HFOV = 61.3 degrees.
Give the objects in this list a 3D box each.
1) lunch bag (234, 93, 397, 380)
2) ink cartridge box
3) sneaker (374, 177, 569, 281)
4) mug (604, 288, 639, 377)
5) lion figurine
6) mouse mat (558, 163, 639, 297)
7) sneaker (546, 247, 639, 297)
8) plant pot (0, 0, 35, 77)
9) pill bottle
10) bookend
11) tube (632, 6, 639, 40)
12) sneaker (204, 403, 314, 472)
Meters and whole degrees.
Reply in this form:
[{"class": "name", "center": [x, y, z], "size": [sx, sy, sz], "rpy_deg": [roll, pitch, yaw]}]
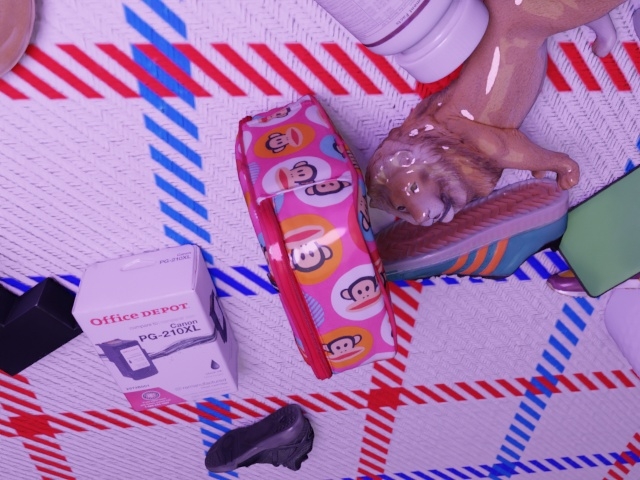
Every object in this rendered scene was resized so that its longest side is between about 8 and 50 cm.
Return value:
[{"class": "lunch bag", "center": [0.000, 0.000, 0.618], "size": [0.120, 0.293, 0.258], "rpy_deg": [-19, 128, 1]}, {"class": "ink cartridge box", "center": [-0.235, 0.137, 0.814], "size": [0.171, 0.100, 0.237], "rpy_deg": [-11, 129, 0]}, {"class": "sneaker", "center": [0.212, 0.016, 0.778], "size": [0.302, 0.108, 0.121], "rpy_deg": [-17, 125, 4]}, {"class": "mug", "center": [0.714, 0.189, 0.849], "size": [0.373, 0.328, 0.276], "rpy_deg": [-11, 129, 0]}, {"class": "lion figurine", "center": [0.213, -0.186, 0.621], "size": [0.240, 0.142, 0.392], "rpy_deg": [15, 111, -10]}, {"class": "mouse mat", "center": [0.455, -0.015, 0.811], "size": [0.189, 0.007, 0.153], "rpy_deg": [-35, 102, 12]}, {"class": "sneaker", "center": [0.457, 0.037, 0.867], "size": [0.185, 0.069, 0.084], "rpy_deg": [-9, 107, 4]}, {"class": "plant pot", "center": [-0.397, -0.260, 0.517], "size": [0.236, 0.032, 0.236], "rpy_deg": [-4, 128, -5]}, {"class": "pill bottle", "center": [0.057, -0.261, 0.525], "size": [0.221, 0.121, 0.121], "rpy_deg": [31, 118, -29]}, {"class": "bookend", "center": [-0.440, 0.097, 0.769], "size": [0.156, 0.072, 0.157], "rpy_deg": [-31, 126, 15]}, {"class": "tube", "center": [0.468, -0.287, 0.605], "size": [0.207, 0.080, 0.052], "rpy_deg": [-24, 170, 14]}, {"class": "sneaker", "center": [-0.111, 0.418, 1.066], "size": [0.227, 0.087, 0.130], "rpy_deg": [-28, 121, 7]}]
